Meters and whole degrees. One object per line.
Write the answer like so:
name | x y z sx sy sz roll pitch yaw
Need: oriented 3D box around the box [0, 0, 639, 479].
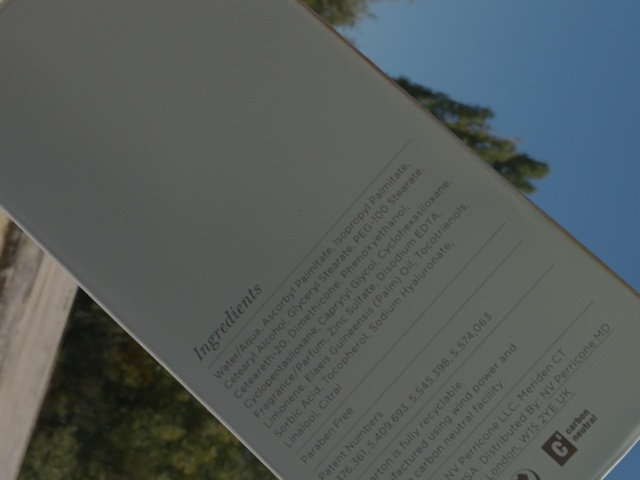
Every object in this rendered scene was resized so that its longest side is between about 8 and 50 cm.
box | 0.000 0.000 0.567 0.168 0.345 0.215 -48 171 5
